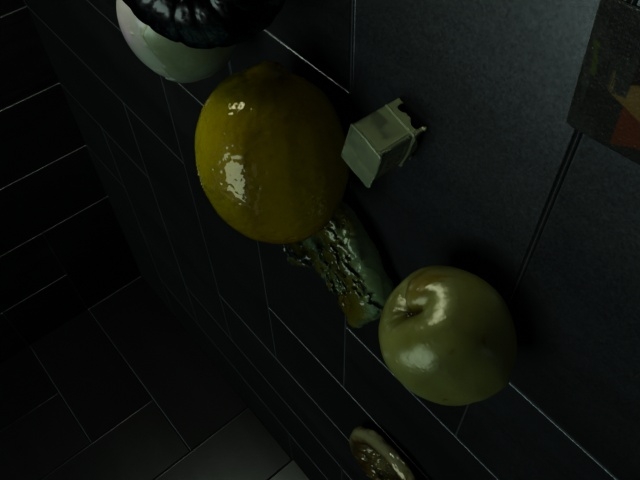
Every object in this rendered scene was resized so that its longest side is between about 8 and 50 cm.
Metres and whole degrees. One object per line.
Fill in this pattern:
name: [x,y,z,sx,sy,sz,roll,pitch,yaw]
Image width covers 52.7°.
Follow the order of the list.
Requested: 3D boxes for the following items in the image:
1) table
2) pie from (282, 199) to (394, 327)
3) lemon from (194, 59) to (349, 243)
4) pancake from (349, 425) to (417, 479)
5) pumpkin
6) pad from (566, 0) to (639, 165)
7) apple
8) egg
table: [0.083,-0.127,0.845,0.062,0.083,0.079,51,158,14]
pie: [0.000,0.000,1.205,0.371,0.078,0.296,40,152,36]
lemon: [-0.072,-0.124,0.974,0.236,0.236,0.263,3,101,63]
pancake: [0.197,0.633,1.692,0.356,0.065,0.356,44,155,27]
pumpkin: [-0.158,-0.347,0.791,0.248,0.248,0.248,44,155,27]
pad: [0.306,-0.101,0.535,0.211,0.003,0.143,41,154,32]
apple: [0.174,0.133,0.896,0.200,0.200,0.200,44,155,27]
egg: [-0.228,-0.360,1.010,0.183,0.183,0.217,39,164,35]
